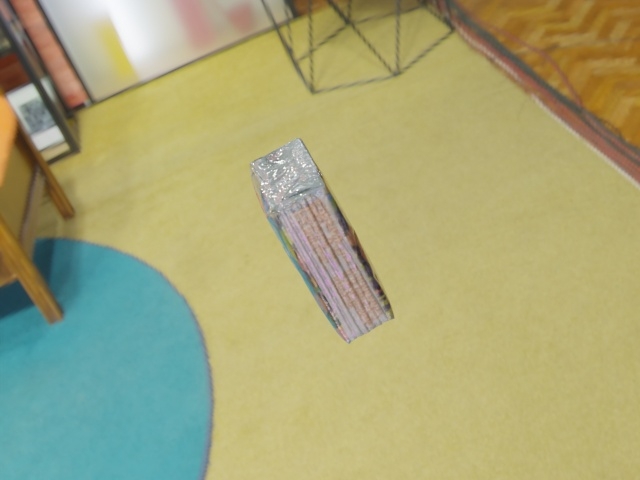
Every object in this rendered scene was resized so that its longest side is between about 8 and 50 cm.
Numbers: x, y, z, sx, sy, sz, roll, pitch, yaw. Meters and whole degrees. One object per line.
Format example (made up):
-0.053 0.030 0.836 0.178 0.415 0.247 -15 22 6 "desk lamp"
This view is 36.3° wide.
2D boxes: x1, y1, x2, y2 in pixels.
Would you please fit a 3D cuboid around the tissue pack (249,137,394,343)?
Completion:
0.000 0.000 0.831 0.060 0.148 0.108 -28 30 2 "tissue pack"
